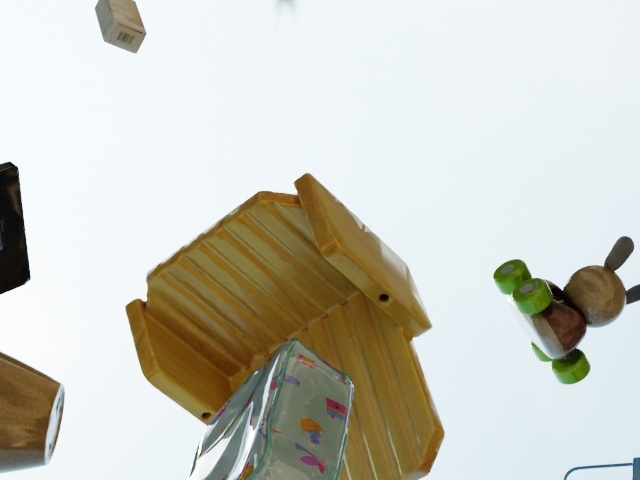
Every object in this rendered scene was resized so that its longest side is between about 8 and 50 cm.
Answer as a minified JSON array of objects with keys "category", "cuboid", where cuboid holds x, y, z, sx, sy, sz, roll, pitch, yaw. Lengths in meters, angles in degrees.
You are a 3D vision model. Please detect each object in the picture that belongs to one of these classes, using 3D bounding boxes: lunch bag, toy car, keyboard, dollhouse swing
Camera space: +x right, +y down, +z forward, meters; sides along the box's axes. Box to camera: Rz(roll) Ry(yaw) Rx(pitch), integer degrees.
[{"category":"lunch bag","cuboid":[-0.067,0.252,1.366,0.108,0.224,0.279,34,-156,-9]},{"category":"toy car","cuboid":[0.363,0.076,1.692,0.188,0.155,0.149,-32,-158,0]},{"category":"keyboard","cuboid":[-0.404,-0.004,1.465,0.108,0.180,0.023,-25,-137,-33]},{"category":"dollhouse swing","cuboid":[-0.052,0.172,1.627,0.315,0.347,0.305,42,-154,-31]}]

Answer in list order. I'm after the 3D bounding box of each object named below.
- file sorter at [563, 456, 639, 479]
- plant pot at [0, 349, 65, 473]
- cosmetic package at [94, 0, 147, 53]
[{"category":"file sorter","cuboid":[0.383,0.380,1.579,0.104,0.170,0.118,-10,-139,26]},{"category":"plant pot","cuboid":[-0.499,0.238,1.731,0.254,0.237,0.237,10,-153,-3]},{"category":"cosmetic package","cuboid":[-0.314,-0.345,1.927,0.060,0.041,0.115,17,-151,-31]}]
